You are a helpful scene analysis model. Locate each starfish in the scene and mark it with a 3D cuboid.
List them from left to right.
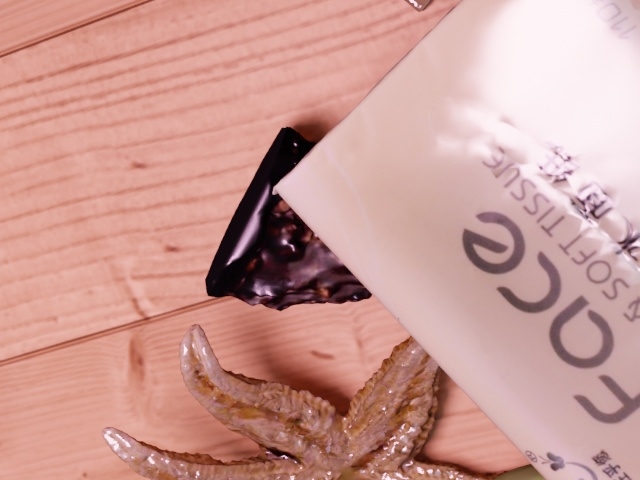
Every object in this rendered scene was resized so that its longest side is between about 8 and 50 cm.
[{"bbox_3d":[0.020,0.194,1.497,0.375,0.094,0.327,-2,104,1],"label":"starfish"}]

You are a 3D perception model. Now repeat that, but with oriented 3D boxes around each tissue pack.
[{"bbox_3d":[0.227,-0.014,1.316,0.405,0.205,0.332,47,120,2],"label":"tissue pack"}]

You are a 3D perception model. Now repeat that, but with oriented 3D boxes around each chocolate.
[{"bbox_3d":[0.000,0.000,1.455,0.133,0.156,0.156,24,115,-7],"label":"chocolate"}]

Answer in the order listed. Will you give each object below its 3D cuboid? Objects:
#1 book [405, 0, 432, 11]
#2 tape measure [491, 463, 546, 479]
[{"bbox_3d":[0.041,-0.283,1.403,0.199,0.016,0.138,42,116,4],"label":"book"},{"bbox_3d":[0.181,0.254,1.436,0.200,0.106,0.175,-10,91,-6],"label":"tape measure"}]
